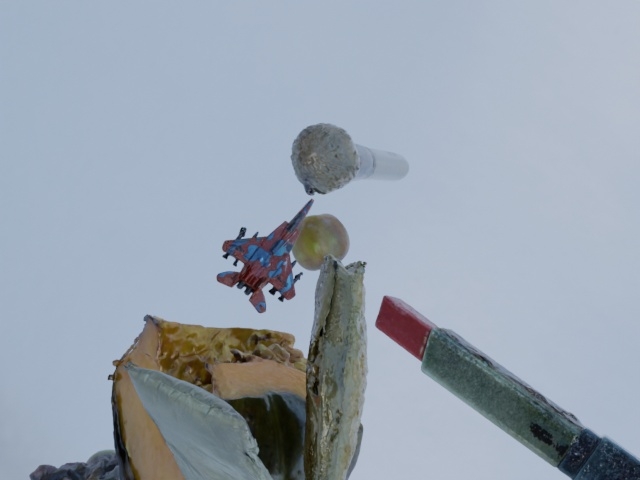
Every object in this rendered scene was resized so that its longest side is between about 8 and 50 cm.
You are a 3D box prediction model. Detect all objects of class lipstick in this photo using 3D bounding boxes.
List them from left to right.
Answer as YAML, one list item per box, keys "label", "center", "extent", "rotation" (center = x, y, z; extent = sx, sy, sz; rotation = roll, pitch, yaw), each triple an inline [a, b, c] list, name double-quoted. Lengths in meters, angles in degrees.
- label: "lipstick"
  center: [0.173, 0.147, 1.109]
  extent: [0.312, 0.051, 0.051]
  rotation: [35, 4, 12]

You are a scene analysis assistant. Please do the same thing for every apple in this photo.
- label: "apple"
  center: [0.000, 0.000, 2.457]
  extent: [0.114, 0.099, 0.102]
  rotation: [-24, 93, -34]

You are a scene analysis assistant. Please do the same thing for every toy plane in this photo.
- label: "toy plane"
  center: [-0.066, 0.012, 1.969]
  extent: [0.130, 0.061, 0.189]
  rotation: [37, 61, 0]

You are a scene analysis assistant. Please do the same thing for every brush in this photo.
- label: "brush"
  center: [0.029, -0.049, 0.909]
  extent: [0.299, 0.039, 0.042]
  rotation: [0, 68, -77]

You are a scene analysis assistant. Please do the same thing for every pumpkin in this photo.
- label: "pumpkin"
  center: [-0.111, 0.233, 1.620]
  extent: [0.225, 0.256, 0.303]
  rotation: [4, 25, -28]

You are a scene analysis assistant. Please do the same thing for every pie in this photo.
- label: "pie"
  center: [0.015, 0.158, 1.431]
  extent: [0.068, 0.128, 0.282]
  rotation: [7, 86, 1]

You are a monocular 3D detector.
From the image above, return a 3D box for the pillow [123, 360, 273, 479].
- label: "pillow"
  center: [-0.092, 0.211, 1.262]
  extent: [0.050, 0.148, 0.230]
  rotation: [-50, 139, -31]

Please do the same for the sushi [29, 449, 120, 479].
- label: "sushi"
  center: [-0.310, 0.392, 1.910]
  extent: [0.236, 0.270, 0.171]
  rotation: [-77, 150, -64]
